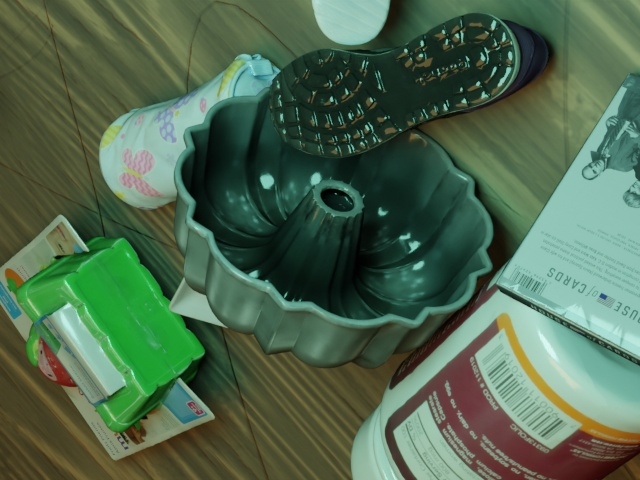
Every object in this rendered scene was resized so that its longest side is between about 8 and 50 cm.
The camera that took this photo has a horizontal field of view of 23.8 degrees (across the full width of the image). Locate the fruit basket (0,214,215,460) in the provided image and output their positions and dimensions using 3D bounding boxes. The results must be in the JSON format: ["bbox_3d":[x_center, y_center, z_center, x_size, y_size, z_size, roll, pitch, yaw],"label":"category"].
[{"bbox_3d":[-0.317,0.148,2.042,0.327,0.165,0.353,55,142,-4],"label":"fruit basket"}]

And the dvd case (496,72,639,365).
[{"bbox_3d":[0.292,-0.016,1.343,0.179,0.238,0.029,29,168,24],"label":"dvd case"}]

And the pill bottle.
[{"bbox_3d":[0.200,0.167,1.544,0.224,0.224,0.392,47,138,6],"label":"pill bottle"}]

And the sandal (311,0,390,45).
[{"bbox_3d":[0.026,-0.323,1.452,0.102,0.076,0.265,2,111,-1],"label":"sandal"}]

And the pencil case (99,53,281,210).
[{"bbox_3d":[-0.140,-0.119,1.732,0.273,0.113,0.124,-19,97,47],"label":"pencil case"}]

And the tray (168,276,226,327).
[{"bbox_3d":[-0.074,0.019,1.796,0.145,0.030,0.270,16,139,-14],"label":"tray"}]

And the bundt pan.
[{"bbox_3d":[0.000,0.000,1.521,0.331,0.331,0.124,38,133,16],"label":"bundt pan"}]

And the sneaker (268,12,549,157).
[{"bbox_3d":[0.088,-0.145,1.477,0.283,0.124,0.107,-9,90,33],"label":"sneaker"}]
